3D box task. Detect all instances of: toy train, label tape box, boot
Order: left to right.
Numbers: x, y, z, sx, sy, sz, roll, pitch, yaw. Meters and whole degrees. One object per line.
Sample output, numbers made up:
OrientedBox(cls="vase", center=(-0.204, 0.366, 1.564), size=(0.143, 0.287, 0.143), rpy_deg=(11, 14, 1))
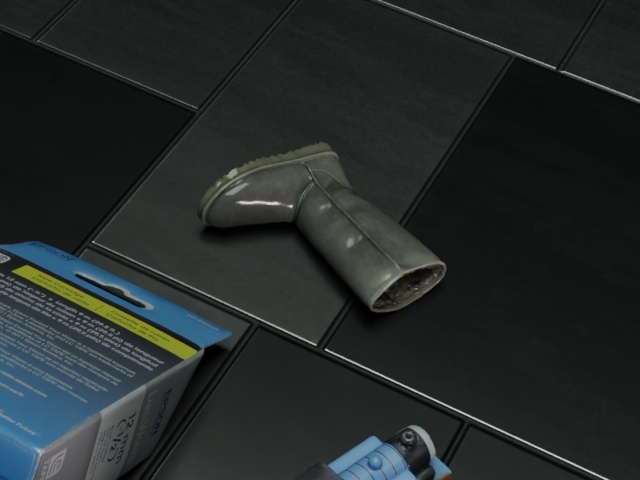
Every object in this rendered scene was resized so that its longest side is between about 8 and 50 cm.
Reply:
OrientedBox(cls="label tape box", center=(-0.270, 0.121, 1.269), size=(0.249, 0.115, 0.348), rpy_deg=(25, 19, 16))
OrientedBox(cls="boot", center=(-0.001, -0.001, 1.457), size=(0.190, 0.076, 0.208), rpy_deg=(-24, 62, -21))
OrientedBox(cls="toy train", center=(0.033, 0.228, 1.229), size=(0.184, 0.105, 0.080), rpy_deg=(-29, 58, -26))
